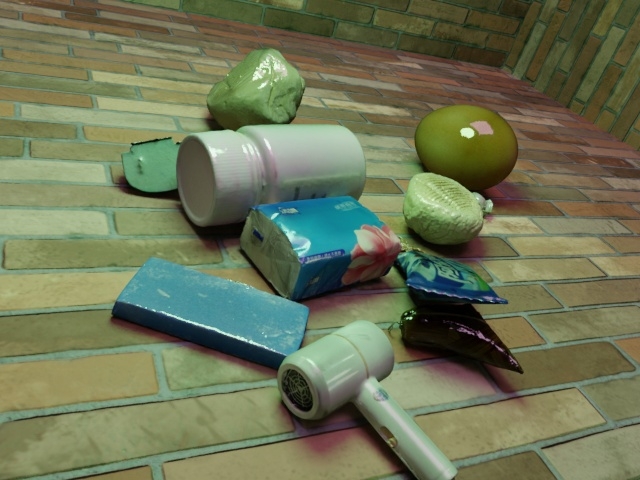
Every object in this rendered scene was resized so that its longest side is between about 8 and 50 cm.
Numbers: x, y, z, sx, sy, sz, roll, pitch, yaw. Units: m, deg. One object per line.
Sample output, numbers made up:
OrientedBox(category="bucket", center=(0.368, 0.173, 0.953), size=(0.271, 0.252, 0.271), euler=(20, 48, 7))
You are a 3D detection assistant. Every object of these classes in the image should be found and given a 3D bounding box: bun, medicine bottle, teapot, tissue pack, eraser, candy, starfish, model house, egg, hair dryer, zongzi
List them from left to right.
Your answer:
OrientedBox(category="model house", center=(-0.372, -0.178, 1.287), size=(0.148, 0.119, 0.148), euler=(-12, 16, -10))
OrientedBox(category="eraser", center=(-0.178, 0.122, 0.961), size=(0.312, 0.042, 0.144), euler=(18, 31, 1))
OrientedBox(category="bun", center=(-0.172, -0.406, 1.605), size=(0.205, 0.282, 0.281), euler=(41, 19, -32))
OrientedBox(category="medicine bottle", center=(-0.104, -0.147, 1.250), size=(0.389, 0.219, 0.219), euler=(-11, 42, -37))
OrientedBox(category="tissue pack", center=(0.000, 0.000, 1.148), size=(0.270, 0.137, 0.209), euler=(-10, 40, -36))
OrientedBox(category="hair dryer", center=(0.106, 0.280, 0.823), size=(0.173, 0.107, 0.357), euler=(-20, 54, -42))
OrientedBox(category="starfish", center=(0.209, 0.014, 1.348), size=(0.086, 0.016, 0.092), euler=(10, 30, -16))
OrientedBox(category="candy", center=(0.239, 0.076, 1.118), size=(0.187, 0.077, 0.331), euler=(9, 10, 2))
OrientedBox(category="bun", center=(0.304, -0.069, 1.411), size=(0.221, 0.134, 0.220), euler=(18, 34, -13))
OrientedBox(category="zongzi", center=(0.247, 0.188, 1.025), size=(0.187, 0.084, 0.184), euler=(0, 30, -24))
OrientedBox(category="egg", center=(0.436, -0.286, 1.698), size=(0.323, 0.250, 0.250), euler=(31, 34, 28))
OrientedBox(category="teapot", center=(0.456, -0.096, 1.595), size=(0.064, 0.064, 0.083), euler=(16, 27, -19))
